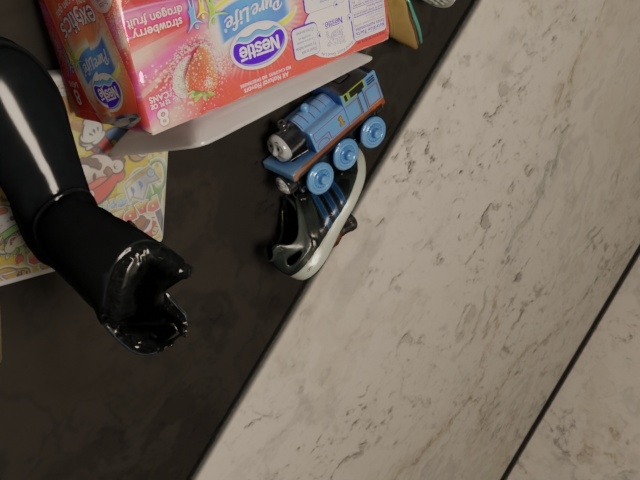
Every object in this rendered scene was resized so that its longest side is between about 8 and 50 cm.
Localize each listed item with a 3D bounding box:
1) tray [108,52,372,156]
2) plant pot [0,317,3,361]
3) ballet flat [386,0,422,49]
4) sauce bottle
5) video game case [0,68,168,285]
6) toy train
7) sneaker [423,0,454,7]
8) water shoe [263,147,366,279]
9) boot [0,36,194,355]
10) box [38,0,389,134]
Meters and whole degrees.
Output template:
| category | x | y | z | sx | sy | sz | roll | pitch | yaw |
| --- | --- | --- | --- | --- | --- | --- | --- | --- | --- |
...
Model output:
| category | x | y | z | sx | sy | sz | roll | pitch | yaw |
| --- | --- | --- | --- | --- | --- | --- | --- | --- | --- |
| tray | -0.078 | -0.150 | 0.799 | 0.270 | 0.145 | 0.030 | -36 | 118 | -42 |
| plant pot | -0.338 | -0.058 | 0.517 | 0.256 | 0.256 | 0.274 | 0 | 100 | -50 |
| ballet flat | 0.072 | -0.311 | 0.949 | 0.073 | 0.080 | 0.232 | -18 | 149 | 7 |
| sauce bottle | 0.000 | 0.000 | 1.101 | 0.128 | 0.042 | 0.042 | -28 | 134 | -34 |
| video game case | -0.249 | -0.067 | 0.770 | 0.227 | 0.026 | 0.206 | -19 | 128 | -42 |
| toy train | 0.005 | -0.139 | 0.985 | 0.184 | 0.080 | 0.105 | -42 | 132 | -19 |
| sneaker | 0.134 | -0.425 | 0.925 | 0.161 | 0.102 | 0.282 | -60 | 155 | -6 |
| water shoe | -0.005 | -0.049 | 1.030 | 0.080 | 0.073 | 0.203 | 31 | 71 | -25 |
| boot | -0.201 | -0.034 | 0.653 | 0.094 | 0.207 | 0.246 | -35 | 137 | -28 |
| box | -0.090 | -0.223 | 0.729 | 0.300 | 0.142 | 0.154 | -31 | 123 | -34 |
